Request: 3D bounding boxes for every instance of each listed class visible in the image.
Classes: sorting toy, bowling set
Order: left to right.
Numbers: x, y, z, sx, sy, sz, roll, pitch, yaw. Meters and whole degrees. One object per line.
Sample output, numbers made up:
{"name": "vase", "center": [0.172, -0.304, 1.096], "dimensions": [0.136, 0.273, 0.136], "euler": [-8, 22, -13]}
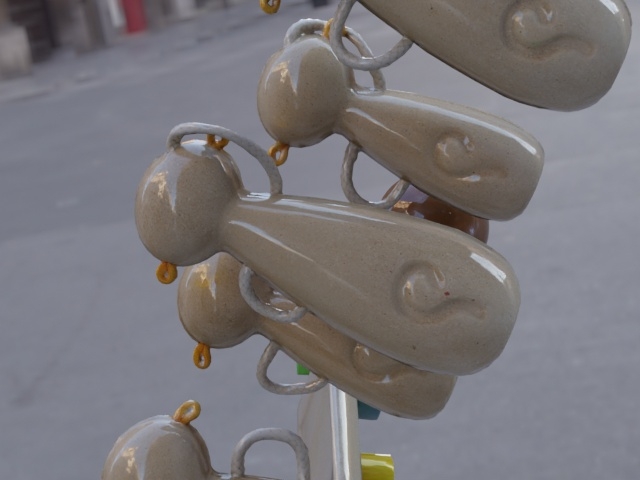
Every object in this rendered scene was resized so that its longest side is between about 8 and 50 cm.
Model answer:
{"name": "bowling set", "center": [0.000, 0.000, 0.748], "dimensions": [0.154, 0.287, 0.200], "euler": [22, 1, -3]}
{"name": "sorting toy", "center": [0.017, 0.150, 1.207], "dimensions": [0.047, 0.196, 0.348], "euler": [3, 52, -7]}
